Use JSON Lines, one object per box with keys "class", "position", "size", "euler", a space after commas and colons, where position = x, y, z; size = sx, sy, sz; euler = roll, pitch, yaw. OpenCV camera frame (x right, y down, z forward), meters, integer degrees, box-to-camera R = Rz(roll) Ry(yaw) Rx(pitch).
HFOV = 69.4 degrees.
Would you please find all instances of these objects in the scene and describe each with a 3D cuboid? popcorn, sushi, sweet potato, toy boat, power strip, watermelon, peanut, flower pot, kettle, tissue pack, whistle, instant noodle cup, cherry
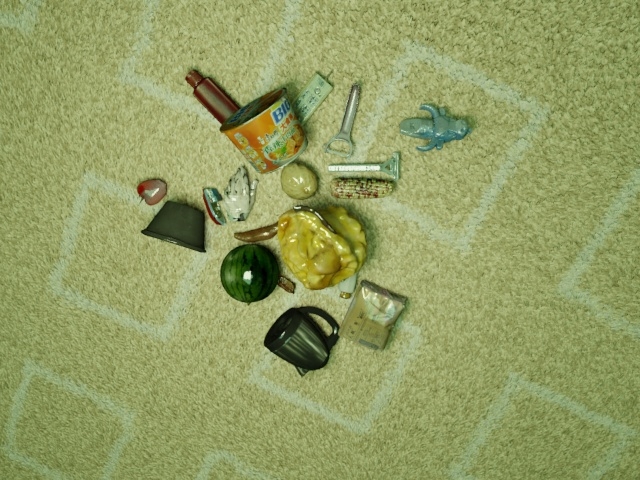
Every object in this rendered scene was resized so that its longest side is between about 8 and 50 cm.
{"class": "popcorn", "position": [0.000, 0.000, 1.753], "size": [0.348, 0.349, 0.382], "euler": [-15, 139, 10]}
{"class": "sushi", "position": [-0.150, 0.186, 1.973], "size": [0.120, 0.055, 0.052], "euler": [34, 95, -13]}
{"class": "sweet potato", "position": [-0.235, -0.038, 1.925], "size": [0.255, 0.058, 0.078], "euler": [-21, 80, 7]}
{"class": "toy boat", "position": [-0.434, -0.140, 1.914], "size": [0.058, 0.069, 0.173], "euler": [-16, 97, 19]}
{"class": "power strip", "position": [-0.041, -0.545, 1.782], "size": [0.092, 0.034, 0.268], "euler": [41, 105, -4]}
{"class": "watermelon", "position": [-0.288, 0.135, 1.881], "size": [0.241, 0.242, 0.243], "euler": [2, 104, 6]}
{"class": "peanut", "position": [-0.085, -0.231, 1.827], "size": [0.159, 0.109, 0.141], "euler": [25, 134, 11]}
{"class": "flower pot", "position": [-0.576, -0.062, 1.884], "size": [0.268, 0.269, 0.167], "euler": [15, 84, 3]}
{"class": "kettle", "position": [-0.069, 0.432, 1.974], "size": [0.271, 0.251, 0.207], "euler": [43, 136, -13]}
{"class": "tissue pack", "position": [0.217, 0.321, 1.927], "size": [0.214, 0.123, 0.257], "euler": [23, 105, 3]}
{"class": "whistle", "position": [0.430, -0.418, 1.730], "size": [0.268, 0.093, 0.181], "euler": [4, 81, 6]}
{"class": "instant noodle cup", "position": [-0.195, -0.395, 1.710], "size": [0.296, 0.296, 0.214], "euler": [-26, 119, 12]}
{"class": "cherry", "position": [-0.699, -0.200, 1.924], "size": [0.126, 0.087, 0.106], "euler": [-12, 102, -9]}

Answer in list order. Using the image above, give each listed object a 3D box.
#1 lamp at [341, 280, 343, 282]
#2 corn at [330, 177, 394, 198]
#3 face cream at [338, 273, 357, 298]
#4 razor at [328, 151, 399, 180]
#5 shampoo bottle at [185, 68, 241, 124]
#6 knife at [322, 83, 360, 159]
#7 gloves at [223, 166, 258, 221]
{"class": "lamp", "position": [0.013, 0.139, 1.917], "size": [0.198, 0.056, 0.050], "euler": [4, 104, 25]}
{"class": "corn", "position": [0.162, -0.204, 1.820], "size": [0.252, 0.086, 0.086], "euler": [1, 104, 5]}
{"class": "face cream", "position": [0.115, 0.154, 1.932], "size": [0.072, 0.051, 0.183], "euler": [10, 104, 10]}
{"class": "razor", "position": [0.168, -0.285, 1.812], "size": [0.277, 0.056, 0.111], "euler": [-1, 105, 7]}
{"class": "shampoo bottle", "position": [-0.416, -0.553, 1.810], "size": [0.260, 0.064, 0.102], "euler": [45, 103, -5]}
{"class": "knife", "position": [0.094, -0.462, 1.778], "size": [0.123, 0.053, 0.278], "euler": [17, 105, 7]}
{"class": "gloves", "position": [-0.328, -0.190, 1.874], "size": [0.127, 0.111, 0.213], "euler": [9, 113, 9]}
